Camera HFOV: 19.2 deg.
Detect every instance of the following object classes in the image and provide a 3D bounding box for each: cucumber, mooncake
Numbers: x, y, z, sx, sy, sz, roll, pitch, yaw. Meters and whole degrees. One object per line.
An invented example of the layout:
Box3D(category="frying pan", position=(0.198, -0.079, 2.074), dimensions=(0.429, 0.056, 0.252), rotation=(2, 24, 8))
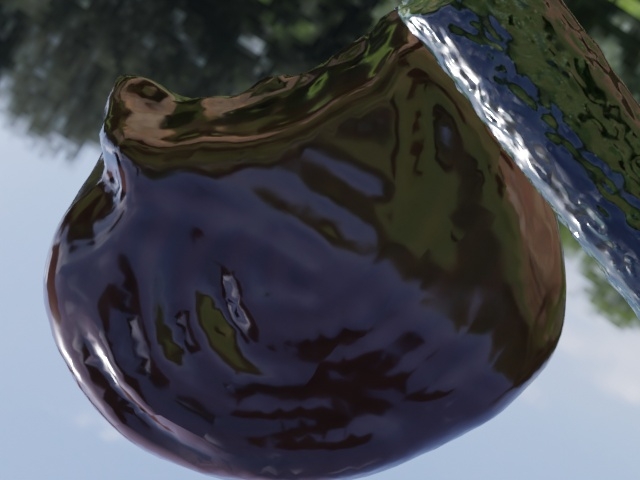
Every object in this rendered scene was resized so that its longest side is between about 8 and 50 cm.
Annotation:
Box3D(category="cucumber", position=(0.111, -0.019, 0.719), dimensions=(0.215, 0.052, 0.058), rotation=(54, 155, 3))
Box3D(category="mooncake", position=(0.000, 0.000, 1.210), dimensions=(0.325, 0.334, 0.174), rotation=(17, -161, -3))
